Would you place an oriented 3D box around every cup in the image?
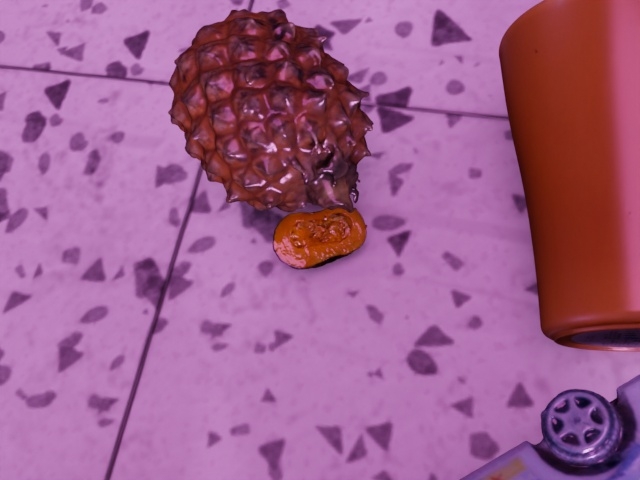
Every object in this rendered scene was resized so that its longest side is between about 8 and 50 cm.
[{"bbox_3d":[0.249,-0.053,0.580,0.226,0.182,0.264,8,74,-20],"label":"cup"}]

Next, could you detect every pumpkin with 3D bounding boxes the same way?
[{"bbox_3d":[0.000,-0.001,0.661,0.083,0.028,0.050,-13,73,-4],"label":"pumpkin"}]

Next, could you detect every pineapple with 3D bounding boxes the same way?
[{"bbox_3d":[-0.031,-0.093,0.636,0.166,0.166,0.193,-34,67,-5],"label":"pineapple"}]

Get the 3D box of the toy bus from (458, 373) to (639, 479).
[{"bbox_3d":[0.124,0.207,0.476,0.329,0.109,0.136,-33,51,7],"label":"toy bus"}]
